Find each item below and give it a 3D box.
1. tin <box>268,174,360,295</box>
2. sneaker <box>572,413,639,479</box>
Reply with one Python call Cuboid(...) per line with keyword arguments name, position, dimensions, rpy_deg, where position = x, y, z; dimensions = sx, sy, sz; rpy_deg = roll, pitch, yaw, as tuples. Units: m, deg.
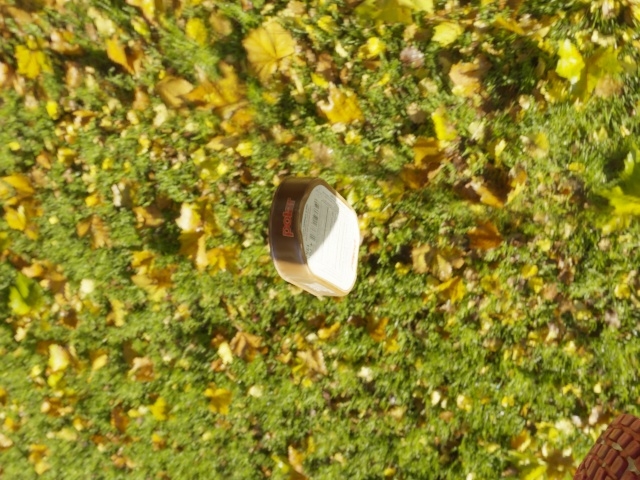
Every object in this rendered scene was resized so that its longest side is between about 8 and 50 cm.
Cuboid(name="tin", position=(0.000, 0.000, 0.686), dimensions=(0.040, 0.190, 0.106), rpy_deg=(6, 78, 22))
Cuboid(name="sneaker", position=(0.270, 0.218, 0.450), dimensions=(0.112, 0.299, 0.120), rpy_deg=(29, 92, -8))
